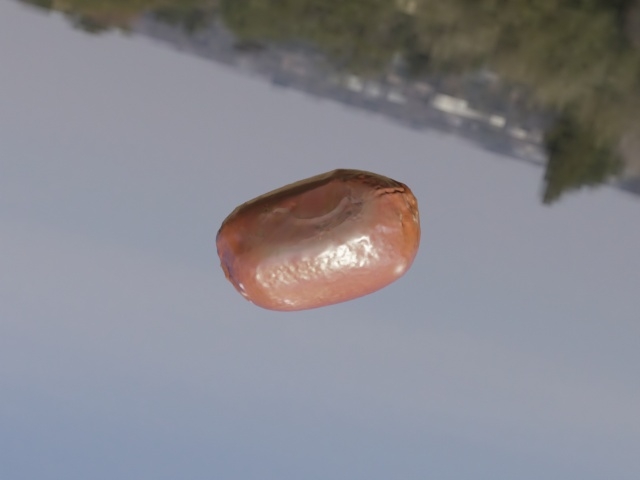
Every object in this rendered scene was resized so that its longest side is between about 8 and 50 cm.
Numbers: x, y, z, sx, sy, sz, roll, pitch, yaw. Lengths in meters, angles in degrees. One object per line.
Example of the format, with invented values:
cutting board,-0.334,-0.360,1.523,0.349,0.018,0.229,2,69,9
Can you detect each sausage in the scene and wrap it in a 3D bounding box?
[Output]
sausage,0.000,0.000,0.862,0.094,0.059,0.054,-15,153,4
